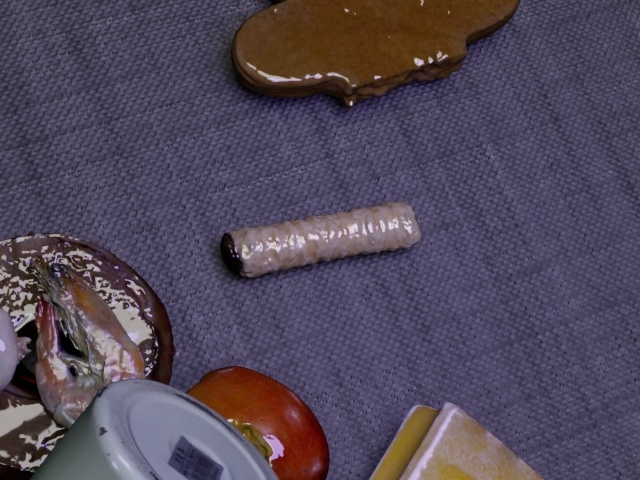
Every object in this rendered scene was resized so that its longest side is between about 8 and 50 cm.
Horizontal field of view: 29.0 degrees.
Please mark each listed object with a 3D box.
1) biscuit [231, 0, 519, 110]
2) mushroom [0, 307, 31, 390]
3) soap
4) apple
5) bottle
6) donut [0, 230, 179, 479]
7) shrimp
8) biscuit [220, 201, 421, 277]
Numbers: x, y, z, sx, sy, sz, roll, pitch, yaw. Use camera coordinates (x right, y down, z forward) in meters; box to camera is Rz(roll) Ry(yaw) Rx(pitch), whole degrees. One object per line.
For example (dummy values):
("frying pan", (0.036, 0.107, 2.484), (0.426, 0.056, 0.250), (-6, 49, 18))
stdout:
("biscuit", (0.014, -0.341, 1.477), (0.368, 0.076, 0.394), (-24, 75, -19))
("mushroom", (-0.302, 0.102, 1.147), (0.079, 0.085, 0.085), (10, 61, -54))
("soap", (0.104, 0.318, 1.231), (0.173, 0.089, 0.274), (41, 65, -16))
("apple", (-0.076, 0.204, 1.217), (0.147, 0.156, 0.158), (-22, 65, -28))
("bottle", (-0.202, 0.307, 1.081), (0.229, 0.229, 0.352), (40, 106, 3))
("donut", (-0.276, 0.122, 1.229), (0.269, 0.103, 0.270), (3, 70, -9))
("shrimp", (-0.232, 0.095, 1.172), (0.101, 0.042, 0.190), (-25, 77, -11))
("biscuit", (0.000, 0.000, 1.357), (0.219, 0.055, 0.061), (-12, 57, -16))
